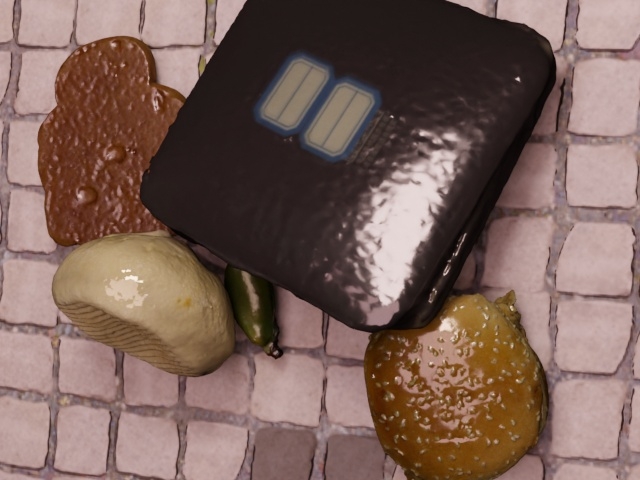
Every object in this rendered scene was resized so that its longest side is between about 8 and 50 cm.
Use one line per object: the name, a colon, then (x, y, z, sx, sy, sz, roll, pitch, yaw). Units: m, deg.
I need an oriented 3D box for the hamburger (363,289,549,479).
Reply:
hamburger: (0.137, 0.162, 1.479, 0.189, 0.122, 0.215, -9, 88, 17)

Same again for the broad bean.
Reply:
broad bean: (-0.082, 0.030, 1.596, 0.070, 0.048, 0.214, -23, 75, 30)

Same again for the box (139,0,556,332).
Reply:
box: (0.027, -0.107, 1.487, 0.350, 0.091, 0.359, 25, 80, 24)

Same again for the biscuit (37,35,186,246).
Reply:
biscuit: (-0.225, -0.090, 1.653, 0.208, 0.041, 0.290, -8, 87, 20)

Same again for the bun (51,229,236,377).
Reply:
bun: (-0.179, 0.058, 1.554, 0.222, 0.222, 0.127, 20, 74, 19)
